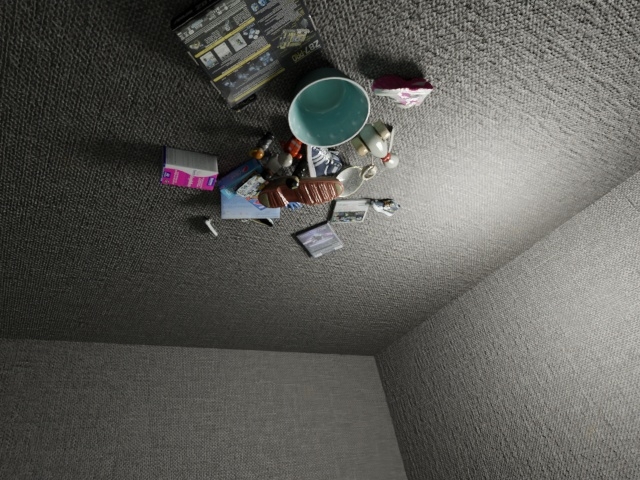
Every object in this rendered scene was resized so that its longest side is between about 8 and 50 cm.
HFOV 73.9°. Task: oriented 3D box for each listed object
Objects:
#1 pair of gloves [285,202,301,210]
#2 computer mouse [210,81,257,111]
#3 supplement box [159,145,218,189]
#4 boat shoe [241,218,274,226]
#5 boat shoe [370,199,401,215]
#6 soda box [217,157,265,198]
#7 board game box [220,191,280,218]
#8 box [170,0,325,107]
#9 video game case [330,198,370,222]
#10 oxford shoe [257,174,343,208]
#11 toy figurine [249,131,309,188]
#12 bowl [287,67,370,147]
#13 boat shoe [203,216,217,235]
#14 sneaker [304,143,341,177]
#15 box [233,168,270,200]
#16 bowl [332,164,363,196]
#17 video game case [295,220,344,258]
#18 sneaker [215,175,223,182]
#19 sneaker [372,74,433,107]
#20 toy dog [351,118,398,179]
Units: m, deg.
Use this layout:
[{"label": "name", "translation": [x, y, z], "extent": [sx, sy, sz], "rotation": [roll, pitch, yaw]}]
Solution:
[{"label": "pair of gloves", "translation": [-0.105, -0.223, 2.118], "extent": [0.198, 0.023, 0.159], "rotation": [-22, 144, 14]}, {"label": "computer mouse", "translation": [-0.330, -0.561, 1.569], "extent": [0.106, 0.042, 0.193], "rotation": [-28, 145, 16]}, {"label": "supplement box", "translation": [-0.555, -0.301, 1.790], "extent": [0.220, 0.113, 0.111], "rotation": [5, 140, -26]}, {"label": "boat shoe", "translation": [-0.337, -0.131, 2.118], "extent": [0.095, 0.079, 0.255], "rotation": [-34, 139, 29]}, {"label": "boat shoe", "translation": [0.350, -0.192, 2.275], "extent": [0.183, 0.065, 0.083], "rotation": [17, 134, -44]}, {"label": "soda box", "translation": [-0.349, -0.278, 1.893], "extent": [0.210, 0.067, 0.071], "rotation": [-31, 143, 6]}, {"label": "board game box", "translation": [-0.334, -0.177, 2.036], "extent": [0.282, 0.027, 0.144], "rotation": [-1, 107, -15]}, {"label": "box", "translation": [-0.224, -0.666, 1.379], "extent": [0.395, 0.097, 0.318], "rotation": [-30, 140, 9]}, {"label": "video game case", "translation": [0.158, -0.158, 2.291], "extent": [0.191, 0.022, 0.173], "rotation": [-4, 143, -15]}, {"label": "oxford shoe", "translation": [-0.088, -0.250, 1.923], "extent": [0.398, 0.146, 0.140], "rotation": [-3, 135, 15]}, {"label": "toy figurine", "translation": [-0.171, -0.331, 1.776], "extent": [0.210, 0.148, 0.213], "rotation": [15, 151, 20]}, {"label": "bowl", "translation": [0.018, -0.527, 1.621], "extent": [0.312, 0.163, 0.311], "rotation": [-9, 145, -6]}, {"label": "boat shoe", "translation": [-0.550, -0.070, 2.164], "extent": [0.040, 0.049, 0.142], "rotation": [-48, 154, -17]}, {"label": "sneaker", "translation": [0.012, -0.385, 1.865], "extent": [0.153, 0.099, 0.282], "rotation": [-7, 151, 0]}, {"label": "box", "translation": [-0.302, -0.244, 1.881], "extent": [0.137, 0.027, 0.094], "rotation": [-38, 145, 14]}, {"label": "bowl", "translation": [0.115, -0.300, 2.018], "extent": [0.170, 0.080, 0.170], "rotation": [-21, 142, -18]}, {"label": "video game case", "translation": [0.000, 0.000, 2.454], "extent": [0.196, 0.026, 0.274], "rotation": [-22, 143, 12]}, {"label": "sneaker", "translation": [-0.452, -0.260, 1.941], "extent": [0.098, 0.038, 0.069], "rotation": [4, 140, -22]}, {"label": "sneaker", "translation": [0.319, -0.581, 1.695], "extent": [0.253, 0.102, 0.111], "rotation": [0, 141, -16]}, {"label": "toy dog", "translation": [0.236, -0.433, 1.869], "extent": [0.220, 0.160, 0.333], "rotation": [-22, 157, 0]}]
